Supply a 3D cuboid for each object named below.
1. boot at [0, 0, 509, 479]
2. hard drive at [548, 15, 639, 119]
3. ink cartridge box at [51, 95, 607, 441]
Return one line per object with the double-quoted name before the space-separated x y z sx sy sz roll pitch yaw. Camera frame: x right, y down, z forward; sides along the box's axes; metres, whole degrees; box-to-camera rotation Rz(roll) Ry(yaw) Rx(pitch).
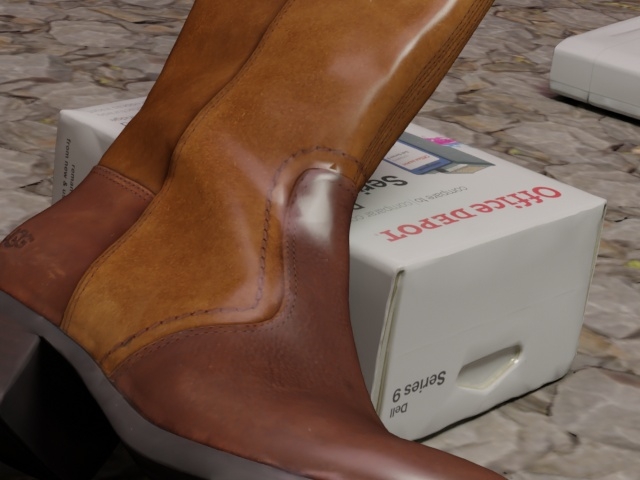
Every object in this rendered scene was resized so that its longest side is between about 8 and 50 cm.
"boot" 0.016 -0.014 0.588 0.264 0.096 0.280 12 59 40
"hard drive" 0.375 -0.097 1.132 0.353 0.047 0.233 21 27 33
"ink cartridge box" 0.000 0.000 0.729 0.212 0.093 0.154 27 29 36
